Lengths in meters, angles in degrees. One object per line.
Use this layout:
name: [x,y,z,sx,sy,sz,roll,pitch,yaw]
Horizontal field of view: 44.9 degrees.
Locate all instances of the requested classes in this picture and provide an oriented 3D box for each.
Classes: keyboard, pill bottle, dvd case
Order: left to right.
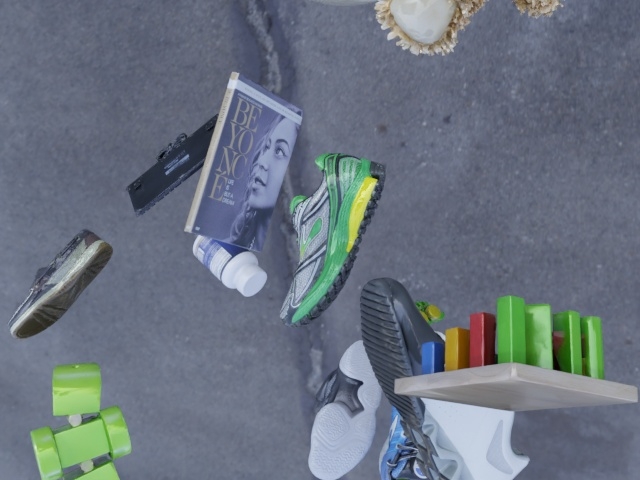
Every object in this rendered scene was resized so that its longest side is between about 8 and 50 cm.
keyboard: [-0.208,-0.114,1.132,0.180,0.108,0.023,-37,131,5]
pill bottle: [-0.199,0.048,1.724,0.169,0.094,0.094,40,143,29]
dvd case: [-0.101,-0.102,1.082,0.018,0.221,0.164,15,178,32]

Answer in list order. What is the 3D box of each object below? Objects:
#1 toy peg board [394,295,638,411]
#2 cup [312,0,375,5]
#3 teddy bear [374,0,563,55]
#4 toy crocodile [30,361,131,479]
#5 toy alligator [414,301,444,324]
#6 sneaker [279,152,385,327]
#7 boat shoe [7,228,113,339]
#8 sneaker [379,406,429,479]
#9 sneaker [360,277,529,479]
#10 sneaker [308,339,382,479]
toy peg board: [0.183,0.112,0.739,0.161,0.079,0.161,15,159,-29]
cup: [0.042,-0.482,1.138,0.331,0.237,0.331,-14,134,-15]
teddy bear: [0.155,-0.317,0.711,0.245,0.338,0.113,33,172,-1]
toy crocodile: [-0.286,0.322,0.984,0.105,0.115,0.340,-21,85,66]
toy alligator: [0.156,0.145,1.393,0.051,0.190,0.056,56,133,17]
sneaker: [0.000,0.000,1.442,0.146,0.343,0.134,21,177,10]
boat shoe: [-0.315,0.051,0.921,0.049,0.152,0.056,40,167,19]
sneaker: [0.168,0.306,1.232,0.130,0.147,0.329,3,112,-2]
sneaker: [0.157,0.171,0.946,0.330,0.146,0.122,66,165,-18]
sneaker: [0.036,0.314,1.359,0.101,0.268,0.153,27,141,-2]
